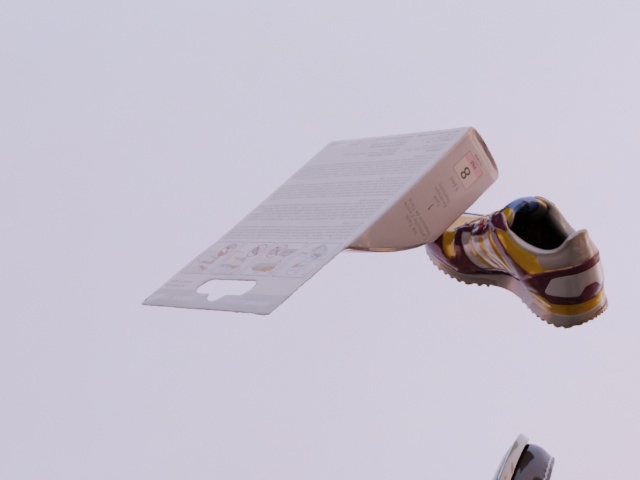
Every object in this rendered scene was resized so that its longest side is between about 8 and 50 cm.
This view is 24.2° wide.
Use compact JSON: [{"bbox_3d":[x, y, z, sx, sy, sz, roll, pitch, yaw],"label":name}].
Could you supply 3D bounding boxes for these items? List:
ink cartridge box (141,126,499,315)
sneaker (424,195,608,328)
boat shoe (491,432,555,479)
[{"bbox_3d":[0.000,0.000,1.152,0.189,0.232,0.066,0,-50,54],"label":"ink cartridge box"},{"bbox_3d":[0.145,-0.004,1.141,0.069,0.185,0.084,-31,-55,-28],"label":"sneaker"},{"bbox_3d":[0.126,0.224,0.985,0.068,0.228,0.081,20,-46,8],"label":"boat shoe"}]
